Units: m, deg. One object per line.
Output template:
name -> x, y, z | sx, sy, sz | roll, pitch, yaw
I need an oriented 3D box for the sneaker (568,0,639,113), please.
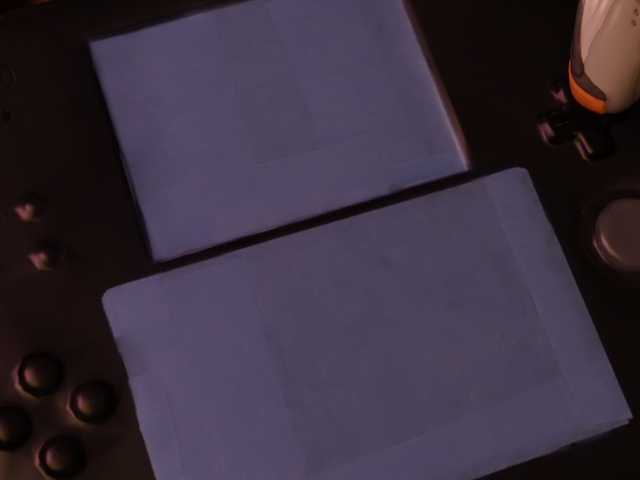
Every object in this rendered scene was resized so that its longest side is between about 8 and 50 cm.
sneaker -> 0.223, -0.155, 0.568 | 0.121, 0.099, 0.262 | 37, 86, 16

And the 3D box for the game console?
game console -> 0.000, 0.000, 0.618 | 0.386, 0.060, 0.342 | -17, 78, -10
